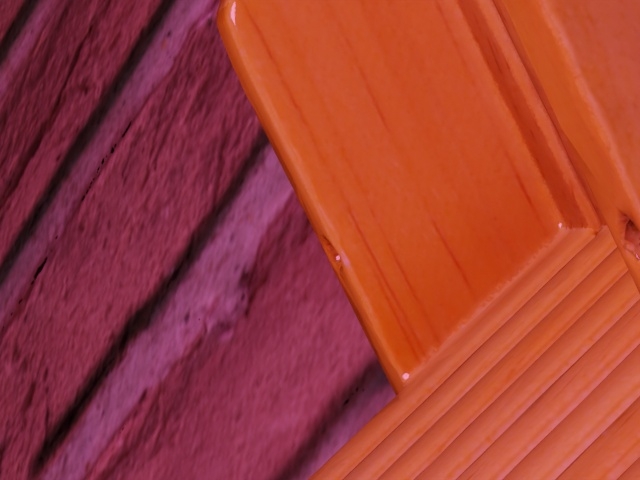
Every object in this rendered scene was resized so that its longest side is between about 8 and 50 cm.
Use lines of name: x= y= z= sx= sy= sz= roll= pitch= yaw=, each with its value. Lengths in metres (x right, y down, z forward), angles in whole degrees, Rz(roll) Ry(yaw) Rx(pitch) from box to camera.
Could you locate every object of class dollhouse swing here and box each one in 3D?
dollhouse swing: x=0.000 y=0.000 z=0.636 sx=0.315 sy=0.305 sz=0.347 roll=63 pitch=169 yaw=-6
